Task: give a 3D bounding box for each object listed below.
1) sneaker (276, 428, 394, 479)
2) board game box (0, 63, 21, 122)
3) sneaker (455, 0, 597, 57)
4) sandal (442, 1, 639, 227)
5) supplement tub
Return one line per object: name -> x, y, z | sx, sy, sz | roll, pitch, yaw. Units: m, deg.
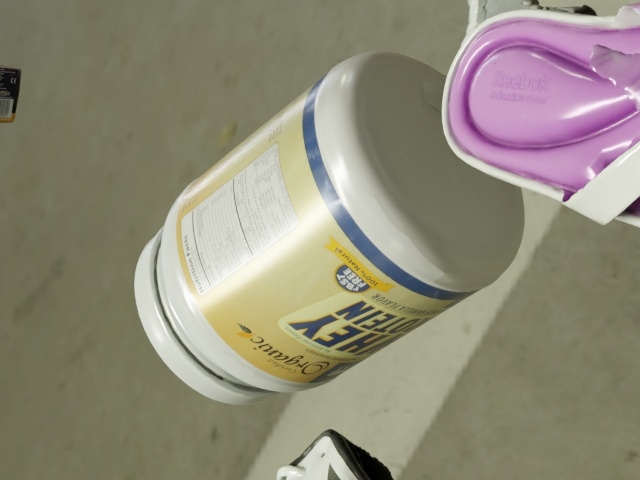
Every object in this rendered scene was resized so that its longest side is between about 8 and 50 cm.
sneaker -> -0.068, 0.285, 1.241 | 0.447, 0.169, 0.257 | 11, 66, 39
board game box -> -0.339, -0.126, 1.053 | 0.141, 0.170, 0.048 | 17, 102, 27
sneaker -> 0.208, -0.219, 1.318 | 0.132, 0.086, 0.228 | -12, 56, 37
sandal -> 0.195, -0.081, 0.848 | 0.416, 0.102, 0.169 | 4, 87, 57
supplement tub -> 0.000, 0.000, 1.241 | 0.316, 0.228, 0.228 | -35, 49, 38
